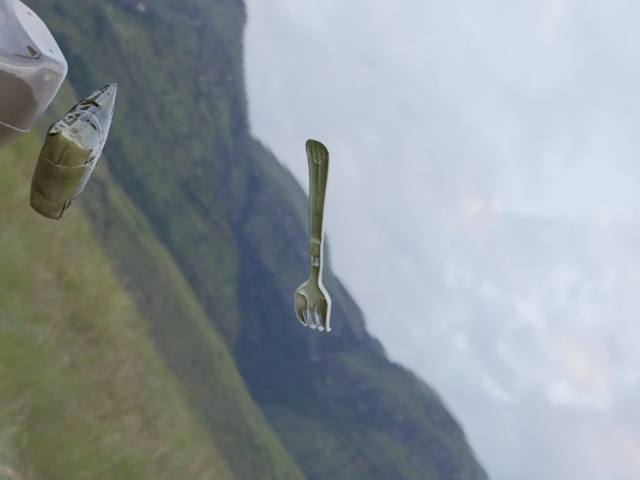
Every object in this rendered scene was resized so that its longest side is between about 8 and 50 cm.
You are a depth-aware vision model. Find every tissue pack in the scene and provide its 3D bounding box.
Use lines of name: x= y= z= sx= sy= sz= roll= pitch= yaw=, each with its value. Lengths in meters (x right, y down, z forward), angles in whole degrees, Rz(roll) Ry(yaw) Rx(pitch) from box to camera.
tissue pack: x=-0.657 y=-0.320 z=2.182 sx=0.387 sy=0.277 sz=0.267 roll=28 pitch=19 yaw=-51

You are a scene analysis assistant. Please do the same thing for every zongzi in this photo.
zongzi: x=-0.352 y=-0.129 z=1.829 sx=0.078 sy=0.176 sz=0.160 roll=28 pitch=-55 yaw=-7

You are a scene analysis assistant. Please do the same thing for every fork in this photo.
fork: x=-0.003 y=0.004 z=1.078 sx=0.034 sy=0.028 sz=0.220 roll=19 pitch=-46 yaw=19
